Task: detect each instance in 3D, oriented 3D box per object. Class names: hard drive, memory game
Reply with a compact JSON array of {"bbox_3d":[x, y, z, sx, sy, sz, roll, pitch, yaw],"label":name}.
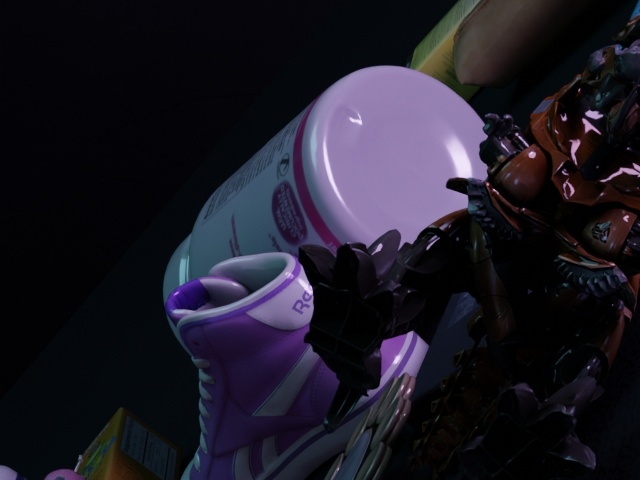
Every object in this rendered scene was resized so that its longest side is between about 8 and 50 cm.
[{"bbox_3d":[0.102,0.050,1.199,0.094,0.022,0.135,-42,15,44],"label":"hard drive"},{"bbox_3d":[0.010,0.161,1.161,0.186,0.012,0.186,-61,3,5],"label":"memory game"}]

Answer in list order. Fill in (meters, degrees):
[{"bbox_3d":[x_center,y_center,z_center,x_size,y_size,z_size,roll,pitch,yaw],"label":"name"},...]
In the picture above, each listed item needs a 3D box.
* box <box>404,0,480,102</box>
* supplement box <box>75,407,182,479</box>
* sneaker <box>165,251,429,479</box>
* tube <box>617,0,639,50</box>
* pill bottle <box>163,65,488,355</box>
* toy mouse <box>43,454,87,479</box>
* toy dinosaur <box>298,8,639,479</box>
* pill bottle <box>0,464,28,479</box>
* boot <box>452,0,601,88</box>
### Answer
[{"bbox_3d":[0.165,-0.210,1.700,0.232,0.058,0.087,-48,11,25],"label":"box"},{"bbox_3d":[-0.170,0.227,1.621,0.078,0.080,0.233,-51,9,11],"label":"supplement box"},{"bbox_3d":[-0.057,0.097,1.351,0.282,0.161,0.102,-44,15,43],"label":"sneaker"},{"bbox_3d":[0.220,-0.132,1.243,0.207,0.052,0.080,-61,8,-16],"label":"tube"},{"bbox_3d":[0.000,0.000,1.420,0.283,0.160,0.160,-38,17,54],"label":"pill bottle"},{"bbox_3d":[-0.225,0.232,1.543,0.161,0.031,0.143,-64,10,-26],"label":"toy mouse"},{"bbox_3d":[0.115,0.028,0.986,0.218,0.164,0.322,-42,-38,-43],"label":"toy dinosaur"},{"bbox_3d":[-0.275,0.261,1.656,0.112,0.186,0.112,-50,11,13],"label":"pill bottle"},{"bbox_3d":[0.195,-0.198,1.479,0.269,0.089,0.236,-43,4,41],"label":"boot"}]
